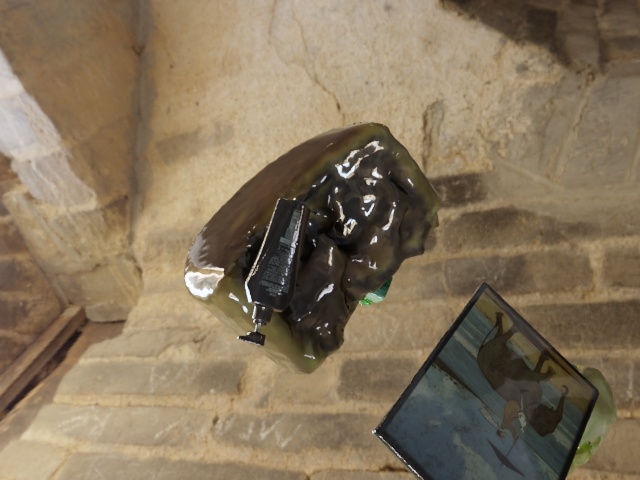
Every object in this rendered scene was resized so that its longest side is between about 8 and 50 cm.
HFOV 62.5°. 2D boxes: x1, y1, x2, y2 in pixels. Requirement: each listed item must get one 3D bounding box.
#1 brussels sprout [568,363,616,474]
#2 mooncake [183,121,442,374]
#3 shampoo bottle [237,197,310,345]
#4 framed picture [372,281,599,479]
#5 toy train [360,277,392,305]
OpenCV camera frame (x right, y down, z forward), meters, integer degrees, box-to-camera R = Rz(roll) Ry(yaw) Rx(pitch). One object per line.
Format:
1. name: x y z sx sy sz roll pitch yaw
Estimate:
1. brussels sprout: 0.407 0.334 0.988 0.271 0.219 0.210 -37 -157 34
2. mooncake: 0.000 0.000 0.859 0.394 0.246 0.393 -27 -147 15
3. shampoo bottle: -0.042 0.029 0.489 0.027 0.048 0.137 -13 -120 66
4. framed picture: 0.262 0.250 0.775 0.347 0.265 0.016 -40 173 -36
5. toy train: 0.038 0.070 1.196 0.119 0.251 0.085 125 -10 -73
